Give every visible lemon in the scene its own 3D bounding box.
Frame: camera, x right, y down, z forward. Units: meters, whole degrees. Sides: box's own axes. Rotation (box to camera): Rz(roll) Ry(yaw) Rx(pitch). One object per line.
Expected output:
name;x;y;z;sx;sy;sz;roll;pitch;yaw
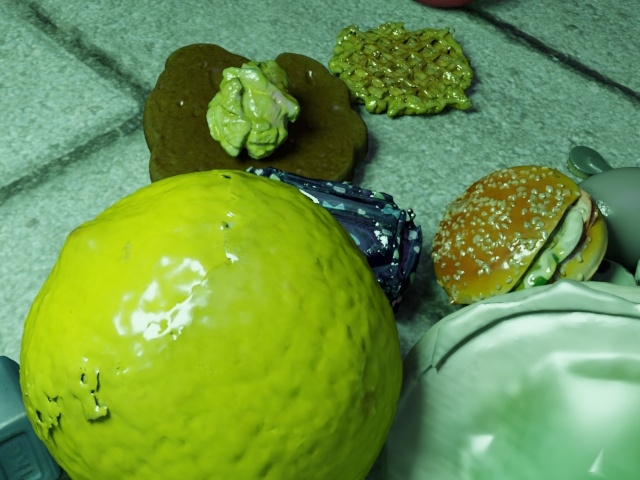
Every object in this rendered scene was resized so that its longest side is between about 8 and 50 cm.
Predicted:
lemon;-0.091;0.116;0.804;0.350;0.387;0.349;-30;29;18

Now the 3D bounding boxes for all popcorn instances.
popcorn;-0.095;-0.182;1.172;0.126;0.126;0.145;41;35;-4

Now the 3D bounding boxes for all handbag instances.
handbag;0.000;0.000;1.075;0.260;0.113;0.161;12;67;2

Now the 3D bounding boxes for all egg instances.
egg;0.424;-0.029;1.169;0.199;0.146;0.146;-2;47;1

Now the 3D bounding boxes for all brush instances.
brush;0.500;-0.065;1.305;0.266;0.027;0.062;37;52;19

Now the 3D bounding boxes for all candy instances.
candy;0.258;0.220;0.795;0.427;0.385;0.186;18;4;24

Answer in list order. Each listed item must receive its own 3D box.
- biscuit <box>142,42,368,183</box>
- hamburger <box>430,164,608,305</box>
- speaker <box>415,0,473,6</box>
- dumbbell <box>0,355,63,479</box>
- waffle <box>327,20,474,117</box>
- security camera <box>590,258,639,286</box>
biscuit;-0.111;-0.174;1.274;0.359;0.074;0.381;-19;51;-25
hamburger;0.251;-0.002;1.083;0.237;0.147;0.236;-18;45;19
speaker;0.233;-0.591;1.560;0.295;0.294;0.294;5;46;-5
dumbbell;-0.413;0.236;0.786;0.325;0.160;0.144;-27;87;-28
waffle;0.140;-0.296;1.445;0.255;0.052;0.245;-1;48;-8
security camera;0.404;0.076;1.065;0.302;0.080;0.157;-17;44;22
